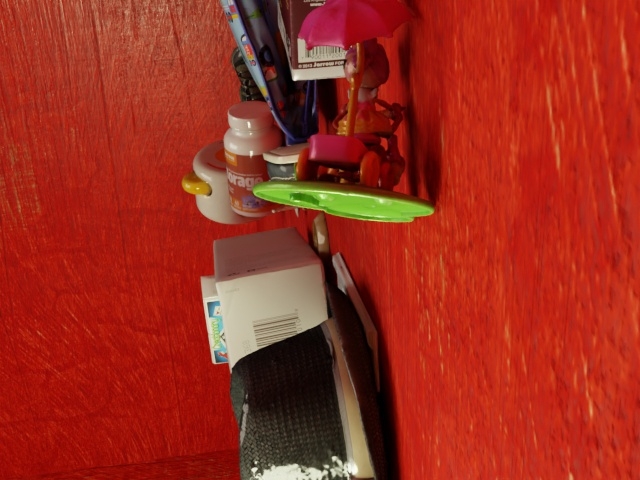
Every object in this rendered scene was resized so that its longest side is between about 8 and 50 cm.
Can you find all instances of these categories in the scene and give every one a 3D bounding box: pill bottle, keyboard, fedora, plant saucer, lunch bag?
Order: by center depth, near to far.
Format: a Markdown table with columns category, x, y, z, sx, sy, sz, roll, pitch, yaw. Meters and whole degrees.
| category | x | y | z | sx | sy | sz | roll | pitch | yaw |
| --- | --- | --- | --- | --- | --- | --- | --- | --- | --- |
| fedora | -0.020 | 0.212 | 1.090 | 0.334 | 0.152 | 0.334 | 171 | 90 | -85 |
| keyboard | 0.042 | 0.088 | 1.131 | 0.256 | 0.014 | 0.072 | -112 | 12 | -70 |
| lunch bag | -0.059 | -0.257 | 1.188 | 0.221 | 0.138 | 0.293 | -116 | 16 | -71 |
| plant saucer | 0.000 | 0.000 | 1.393 | 0.083 | 0.015 | 0.083 | 174 | 90 | -84 |
| pill bottle | -0.133 | -0.166 | 1.959 | 0.121 | 0.121 | 0.216 | -106 | 11 | -58 |

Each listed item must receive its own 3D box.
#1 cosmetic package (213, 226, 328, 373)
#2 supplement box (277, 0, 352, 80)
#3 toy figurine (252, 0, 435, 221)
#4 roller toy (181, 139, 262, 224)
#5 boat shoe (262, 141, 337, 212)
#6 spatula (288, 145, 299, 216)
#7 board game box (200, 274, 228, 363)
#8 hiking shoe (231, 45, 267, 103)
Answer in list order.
| category | x | y | z | sx | sy | sz | roll | pitch | yaw |
| --- | --- | --- | --- | --- | --- | --- | --- | --- | --- |
| cosmetic package | -0.072 | 0.113 | 1.484 | 0.385 | 0.156 | 0.217 | -120 | 19 | -78 |
| supplement box | -0.003 | -0.280 | 0.866 | 0.130 | 0.073 | 0.239 | -104 | 11 | -54 |
| toy figurine | 0.032 | -0.101 | 0.711 | 0.173 | 0.130 | 0.159 | 18 | -102 | -70 |
| roller toy | -0.193 | -0.142 | 2.190 | 0.191 | 0.209 | 0.146 | -70 | -18 | -55 |
| boat shoe | -0.023 | -0.076 | 1.153 | 0.254 | 0.095 | 0.079 | -144 | 50 | -84 |
| spatula | -0.051 | -0.176 | 1.674 | 0.168 | 0.019 | 0.242 | 89 | 172 | -45 |
| board game box | -0.122 | 0.146 | 1.848 | 0.305 | 0.193 | 0.053 | 96 | 166 | -61 |
| hiking shoe | -0.129 | -0.326 | 2.036 | 0.227 | 0.086 | 0.114 | 83 | 164 | -64 |
